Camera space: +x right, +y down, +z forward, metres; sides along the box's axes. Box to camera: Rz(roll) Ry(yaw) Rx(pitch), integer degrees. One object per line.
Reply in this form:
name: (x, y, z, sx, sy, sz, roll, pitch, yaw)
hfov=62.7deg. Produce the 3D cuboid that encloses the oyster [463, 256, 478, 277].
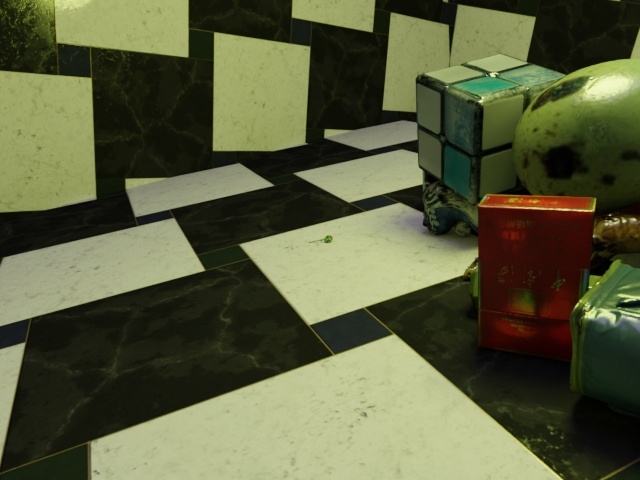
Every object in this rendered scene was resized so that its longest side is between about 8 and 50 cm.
oyster: (0.440, 0.064, 1.391, 0.148, 0.051, 0.103, -32, 24, -28)

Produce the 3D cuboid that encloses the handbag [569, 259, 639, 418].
handbag: (0.561, 0.173, 0.838, 0.263, 0.222, 0.241, -28, 29, -35)

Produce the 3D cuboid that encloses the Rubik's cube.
Rubik's cube: (0.487, -0.334, 1.528, 0.313, 0.316, 0.318, -18, 36, -15)

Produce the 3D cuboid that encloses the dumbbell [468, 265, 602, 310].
dumbbell: (0.485, 0.120, 1.153, 0.302, 0.108, 0.121, 9, 26, 35)

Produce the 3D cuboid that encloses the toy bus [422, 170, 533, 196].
toy bus: (0.599, -0.224, 1.850, 0.440, 0.209, 0.249, 2, 23, 23)

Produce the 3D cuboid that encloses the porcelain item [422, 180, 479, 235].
porcelain item: (0.446, -0.082, 1.620, 0.288, 0.186, 0.138, 19, 33, 26)

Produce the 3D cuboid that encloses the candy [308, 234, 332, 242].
candy: (0.000, 0.000, 1.748, 0.083, 0.025, 0.023, -12, -8, 11)

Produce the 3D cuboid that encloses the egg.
egg: (0.673, -0.243, 1.234, 0.428, 0.345, 0.345, -22, 10, 35)

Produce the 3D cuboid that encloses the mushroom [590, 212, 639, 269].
mushroom: (0.771, -0.016, 1.128, 0.331, 0.334, 0.356, -14, 46, -45)

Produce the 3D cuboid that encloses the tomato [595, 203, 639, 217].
tomato: (0.911, -0.068, 1.420, 0.335, 0.176, 0.289, -5, 1, 7)

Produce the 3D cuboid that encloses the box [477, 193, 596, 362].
box: (0.412, 0.072, 1.017, 0.197, 0.313, 0.089, 4, 24, 27)
